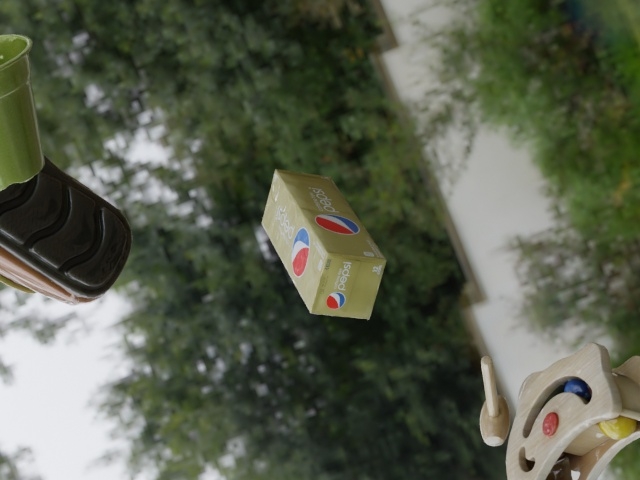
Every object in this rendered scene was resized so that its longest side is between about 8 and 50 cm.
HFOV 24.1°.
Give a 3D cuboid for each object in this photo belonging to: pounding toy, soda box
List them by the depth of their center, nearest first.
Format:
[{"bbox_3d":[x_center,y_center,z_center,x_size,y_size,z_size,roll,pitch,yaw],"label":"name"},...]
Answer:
[{"bbox_3d":[0.000,0.000,1.356,0.181,0.058,0.061,-122,43,-58],"label":"soda box"},{"bbox_3d":[0.257,0.216,1.719,0.155,0.269,0.154,17,-119,-21],"label":"pounding toy"}]

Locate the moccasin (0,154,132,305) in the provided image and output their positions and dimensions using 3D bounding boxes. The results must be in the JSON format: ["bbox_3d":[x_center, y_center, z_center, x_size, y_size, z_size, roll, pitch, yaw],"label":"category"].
[{"bbox_3d":[-0.331,-0.077,1.256,0.380,0.147,0.139,35,-116,-32],"label":"moccasin"}]

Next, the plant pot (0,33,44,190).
[{"bbox_3d":[-0.205,-0.074,0.916,0.083,0.083,0.079,-91,-12,-65],"label":"plant pot"}]
